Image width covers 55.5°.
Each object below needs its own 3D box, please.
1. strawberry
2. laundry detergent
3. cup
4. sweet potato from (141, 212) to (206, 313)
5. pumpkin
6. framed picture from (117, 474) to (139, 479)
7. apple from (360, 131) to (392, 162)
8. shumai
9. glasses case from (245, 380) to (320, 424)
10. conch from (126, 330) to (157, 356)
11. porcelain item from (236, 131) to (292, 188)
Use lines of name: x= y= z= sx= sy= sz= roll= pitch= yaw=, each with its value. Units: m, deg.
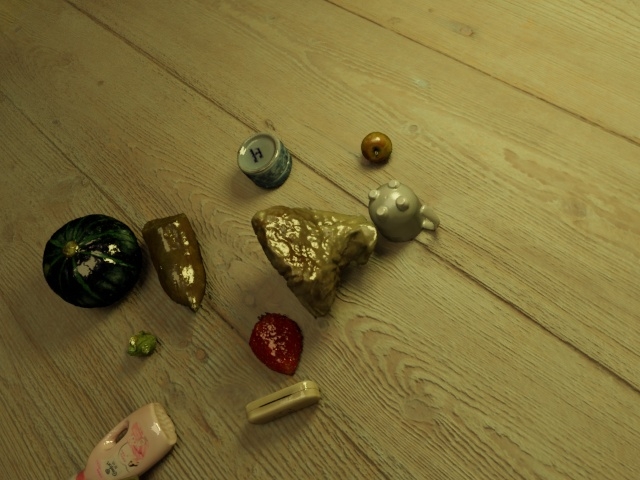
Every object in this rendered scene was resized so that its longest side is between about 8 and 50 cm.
strawberry: x=-0.123 y=0.275 z=1.610 sx=0.146 sy=0.082 sz=0.187 roll=-36 pitch=63 yaw=14
laundry detergent: x=-0.550 y=0.589 z=1.653 sx=0.335 sy=0.088 sz=0.159 roll=-38 pitch=59 yaw=6
cup: x=0.203 y=-0.069 z=1.566 sx=0.134 sy=0.142 sz=0.173 roll=-40 pitch=59 yaw=3
sweet potato: x=-0.420 y=0.066 z=1.794 sx=0.157 sy=0.158 sz=0.370 roll=-28 pitch=67 yaw=11
pumpkin: x=-0.709 y=0.060 z=1.869 sx=0.315 sy=0.238 sz=0.316 roll=-8 pitch=63 yaw=16
framed picture: x=-0.505 y=0.724 z=1.579 sx=0.135 sy=0.010 sz=0.201 roll=-20 pitch=83 yaw=14
apple: x=0.157 y=-0.263 z=1.701 sx=0.089 sy=0.090 sz=0.075 roll=-7 pitch=47 yaw=21
shumai: x=0.000 y=0.000 z=1.545 sx=0.262 sy=0.267 sz=0.314 roll=-37 pitch=99 yaw=4
glasses case: x=-0.095 y=0.409 z=1.529 sx=0.196 sy=0.083 sz=0.050 roll=-26 pitch=62 yaw=14
conch: x=-0.527 y=0.302 z=1.773 sx=0.089 sy=0.074 sz=0.121 roll=-21 pitch=31 yaw=-24
porcelain item: x=-0.164 y=-0.237 z=1.820 sx=0.147 sy=0.114 sz=0.147 roll=-9 pitch=64 yaw=19
